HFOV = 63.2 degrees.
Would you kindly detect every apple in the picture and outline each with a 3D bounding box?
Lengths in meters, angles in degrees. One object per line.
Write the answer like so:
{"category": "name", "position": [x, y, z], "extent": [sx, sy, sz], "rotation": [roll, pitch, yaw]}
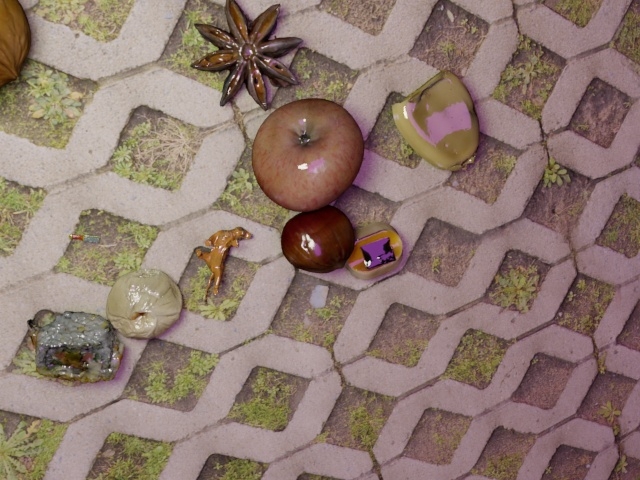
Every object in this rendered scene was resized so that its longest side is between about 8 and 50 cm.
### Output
{"category": "apple", "position": [-0.034, -0.252, 1.481], "extent": [0.345, 0.269, 0.344], "rotation": [1, 85, -11]}

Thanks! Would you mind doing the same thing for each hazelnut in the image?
{"category": "hazelnut", "position": [0.000, 0.000, 1.587], "extent": [0.230, 0.229, 0.229], "rotation": [-3, 101, -15]}

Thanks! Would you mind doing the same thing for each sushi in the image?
{"category": "sushi", "position": [-0.700, 0.305, 1.470], "extent": [0.274, 0.139, 0.184], "rotation": [6, 121, -13]}

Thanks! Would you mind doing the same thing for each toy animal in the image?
{"category": "toy animal", "position": [-0.317, 0.069, 1.583], "extent": [0.114, 0.116, 0.255], "rotation": [26, 98, 5]}

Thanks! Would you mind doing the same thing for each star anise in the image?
{"category": "star anise", "position": [-0.208, -0.529, 1.486], "extent": [0.332, 0.117, 0.331], "rotation": [-1, 102, -6]}

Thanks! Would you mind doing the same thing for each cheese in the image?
{"category": "cheese", "position": [0.399, -0.369, 1.680], "extent": [0.260, 0.128, 0.316], "rotation": [-38, 101, 2]}

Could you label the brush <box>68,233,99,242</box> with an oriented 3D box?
{"category": "brush", "position": [-0.682, -0.006, 1.497], "extent": [0.083, 0.021, 0.018], "rotation": [7, 101, -16]}

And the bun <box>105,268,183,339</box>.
{"category": "bun", "position": [-0.519, 0.195, 1.518], "extent": [0.221, 0.134, 0.220], "rotation": [-3, 104, -13]}

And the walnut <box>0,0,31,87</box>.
{"category": "walnut", "position": [-0.891, -0.501, 1.198], "extent": [0.398, 0.308, 0.354], "rotation": [30, 92, -16]}

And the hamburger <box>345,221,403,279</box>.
{"category": "hamburger", "position": [0.170, 0.036, 1.696], "extent": [0.210, 0.116, 0.172], "rotation": [-24, 98, -5]}
